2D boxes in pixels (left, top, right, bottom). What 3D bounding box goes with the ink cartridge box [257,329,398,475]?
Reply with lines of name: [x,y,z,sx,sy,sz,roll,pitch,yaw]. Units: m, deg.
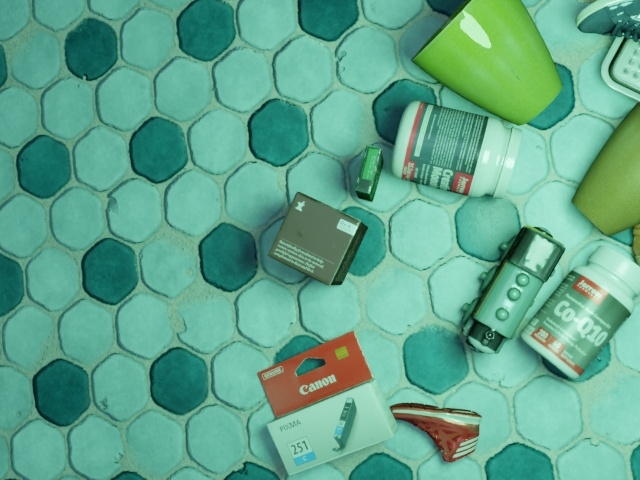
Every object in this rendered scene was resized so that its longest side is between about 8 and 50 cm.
ink cartridge box: [0.002,0.397,1.646,0.296,0.066,0.261,-27,83,19]

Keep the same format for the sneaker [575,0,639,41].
sneaker: [0.751,-0.465,1.498,0.349,0.131,0.148,-2,81,10]

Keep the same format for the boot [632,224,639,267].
boot: [0.824,0.003,1.562,0.197,0.073,0.153,-5,79,3]

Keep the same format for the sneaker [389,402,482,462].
sneaker: [0.270,0.463,1.617,0.221,0.087,0.128,5,86,11]

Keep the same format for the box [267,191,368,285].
box: [0.000,0.000,1.627,0.168,0.203,0.167,26,92,10]

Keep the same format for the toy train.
toy train: [0.437,0.113,1.555,0.142,0.190,0.334,32,92,10]

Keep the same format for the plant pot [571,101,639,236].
plant pot: [0.706,-0.135,1.524,0.237,0.237,0.254,46,108,9]

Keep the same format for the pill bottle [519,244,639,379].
pill bottle: [0.603,0.160,1.540,0.161,0.161,0.283,38,93,9]

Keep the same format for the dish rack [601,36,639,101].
dish rack: [0.852,-0.420,1.578,0.332,0.072,0.286,29,92,10]

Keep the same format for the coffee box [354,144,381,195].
coffee box: [0.119,-0.158,1.626,0.040,0.184,0.113,15,88,7]

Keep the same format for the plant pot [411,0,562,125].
plant pot: [0.410,-0.416,1.573,0.293,0.275,0.275,44,94,-7]

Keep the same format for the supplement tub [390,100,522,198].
supplement tub: [0.316,-0.210,1.593,0.272,0.191,0.191,15,89,10]
